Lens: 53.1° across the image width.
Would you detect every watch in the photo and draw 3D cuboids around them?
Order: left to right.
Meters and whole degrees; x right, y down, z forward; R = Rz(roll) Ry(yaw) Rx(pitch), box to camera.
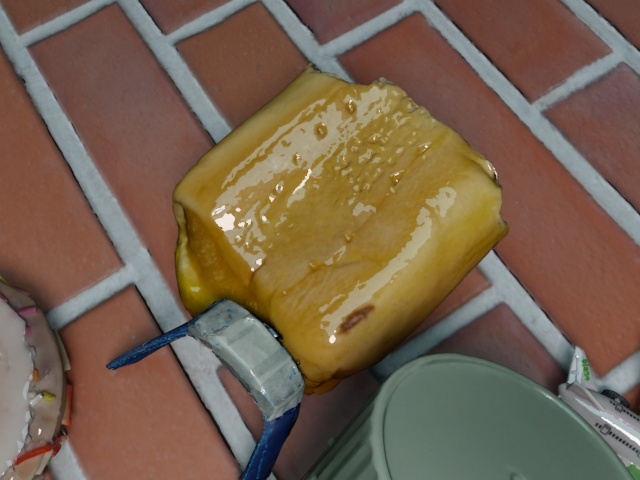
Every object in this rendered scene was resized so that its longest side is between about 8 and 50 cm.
[{"bbox_3d":[-0.149,0.166,0.798,0.276,0.274,0.068,39,47,16],"label":"watch"}]

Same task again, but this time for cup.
[{"bbox_3d":[0.069,0.302,0.632,0.310,0.392,0.401,4,39,-31],"label":"cup"}]

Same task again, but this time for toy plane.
[{"bbox_3d":[0.402,0.257,0.810,0.255,0.101,0.251,37,74,13],"label":"toy plane"}]

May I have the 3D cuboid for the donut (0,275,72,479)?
[{"bbox_3d":[-0.512,0.222,0.852,0.382,0.142,0.382,-1,68,3],"label":"donut"}]

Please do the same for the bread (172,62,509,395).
[{"bbox_3d":[0.000,0.000,0.867,0.361,0.250,0.394,42,79,20],"label":"bread"}]
